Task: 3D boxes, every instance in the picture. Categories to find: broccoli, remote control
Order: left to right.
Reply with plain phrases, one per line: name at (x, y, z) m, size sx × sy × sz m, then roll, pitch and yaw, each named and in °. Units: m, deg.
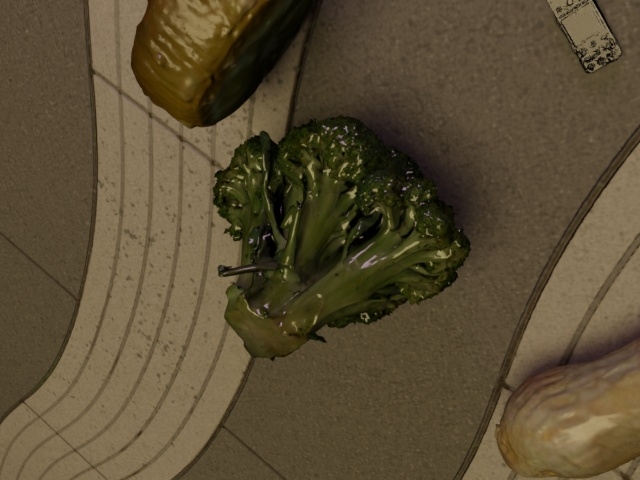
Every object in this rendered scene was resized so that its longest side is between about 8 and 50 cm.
broccoli at (0.000, 0.000, 0.644) m, size 0.304 × 0.283 × 0.321 m, roll 41°, pitch 144°, yaw -6°
remote control at (0.266, -0.219, 0.553) m, size 0.039 × 0.014 × 0.096 m, roll -28°, pitch 98°, yaw 35°

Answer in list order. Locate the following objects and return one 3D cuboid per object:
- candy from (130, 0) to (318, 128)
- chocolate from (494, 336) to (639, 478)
candy at (-0.095, -0.244, 0.599) m, size 0.118 × 0.260 × 0.260 m, roll 38°, pitch 126°, yaw -6°
chocolate at (0.340, 0.189, 0.633) m, size 0.309 × 0.134 × 0.134 m, roll -39°, pitch 90°, yaw 33°
